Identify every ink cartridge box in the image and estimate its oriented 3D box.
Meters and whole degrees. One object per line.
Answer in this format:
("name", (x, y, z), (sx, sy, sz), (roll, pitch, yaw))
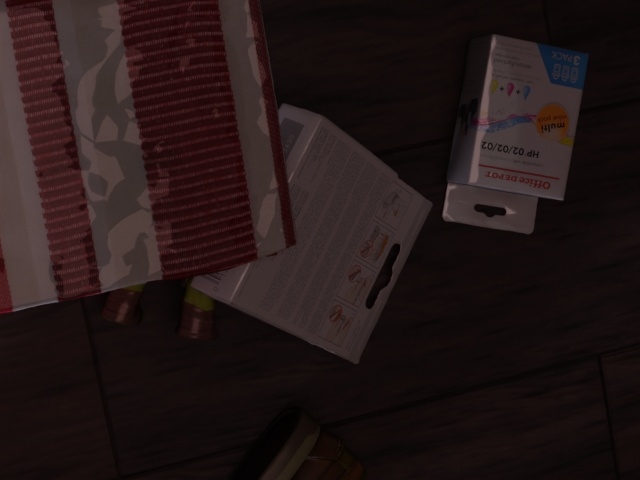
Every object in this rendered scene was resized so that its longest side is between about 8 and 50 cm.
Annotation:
("ink cartridge box", (0.000, 0.000, 1.162), (0.224, 0.056, 0.181), (32, 83, -56))
("ink cartridge box", (0.187, -0.099, 1.231), (0.104, 0.061, 0.181), (8, 93, -16))

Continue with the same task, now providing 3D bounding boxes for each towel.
("towel", (-0.190, -0.074, 0.983), (0.329, 0.037, 0.237), (-11, 99, -20))

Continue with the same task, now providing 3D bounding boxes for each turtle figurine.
("turtle figurine", (-0.107, -0.023, 1.143), (0.269, 0.087, 0.217), (12, 94, -20))

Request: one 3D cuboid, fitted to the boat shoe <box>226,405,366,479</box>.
("boat shoe", (-0.075, 0.304, 1.169), (0.104, 0.111, 0.307), (41, 84, -14))
